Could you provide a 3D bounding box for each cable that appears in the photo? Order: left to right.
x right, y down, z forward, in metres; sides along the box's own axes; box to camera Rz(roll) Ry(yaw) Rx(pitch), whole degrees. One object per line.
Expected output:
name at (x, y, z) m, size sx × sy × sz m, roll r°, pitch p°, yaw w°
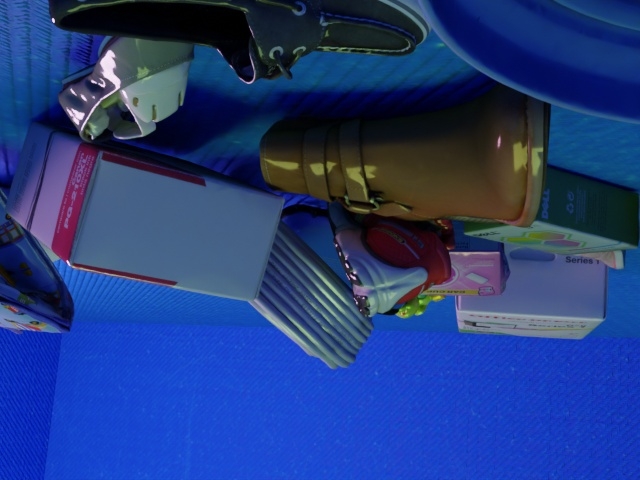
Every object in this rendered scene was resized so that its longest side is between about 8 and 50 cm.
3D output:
cable at (-0.043, 0.037, 1.035) m, size 0.257 × 0.089 × 0.257 m, roll 43°, pitch 177°, yaw 42°

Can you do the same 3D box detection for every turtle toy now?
turtle toy at (0.146, 0.074, 1.447) m, size 0.095 × 0.130 × 0.066 m, roll -24°, pitch 124°, yaw 34°

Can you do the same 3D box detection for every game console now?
game console at (0.000, 0.000, 1.334) m, size 0.293 × 0.173 × 0.250 m, roll 11°, pitch 137°, yaw -33°

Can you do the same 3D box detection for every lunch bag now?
lunch bag at (-0.428, 0.018, 1.043) m, size 0.220 × 0.138 × 0.293 m, roll 0°, pitch 146°, yaw 26°

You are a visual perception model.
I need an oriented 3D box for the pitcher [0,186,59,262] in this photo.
pitcher at (-0.392, -0.012, 1.214) m, size 0.207 × 0.126 × 0.178 m, roll -7°, pitch -178°, yaw -3°

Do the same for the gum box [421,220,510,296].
gum box at (0.145, 0.018, 1.160) m, size 0.188 × 0.062 × 0.107 m, roll 0°, pitch 147°, yaw 12°

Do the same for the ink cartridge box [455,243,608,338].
ink cartridge box at (0.301, 0.072, 1.344) m, size 0.201 × 0.117 × 0.278 m, roll 2°, pitch 169°, yaw 10°

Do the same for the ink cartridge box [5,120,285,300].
ink cartridge box at (-0.169, -0.032, 0.837) m, size 0.172 × 0.100 × 0.237 m, roll 14°, pitch -175°, yaw -32°

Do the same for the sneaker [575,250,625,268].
sneaker at (0.341, 0.001, 1.135) m, size 0.070 × 0.051 × 0.134 m, roll 2°, pitch 166°, yaw 24°

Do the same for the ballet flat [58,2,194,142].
ballet flat at (-0.126, -0.111, 0.642) m, size 0.072 × 0.068 × 0.213 m, roll -31°, pitch -169°, yaw -28°

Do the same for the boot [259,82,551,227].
boot at (0.061, -0.077, 0.739) m, size 0.220 × 0.109 × 0.283 m, roll 8°, pitch 177°, yaw 1°

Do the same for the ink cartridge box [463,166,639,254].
ink cartridge box at (0.223, -0.033, 0.960) m, size 0.209 × 0.062 × 0.109 m, roll 11°, pitch 168°, yaw -32°

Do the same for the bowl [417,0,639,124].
bowl at (0.233, -0.136, 0.361) m, size 0.391 × 0.077 × 0.391 m, roll 5°, pitch 169°, yaw 1°

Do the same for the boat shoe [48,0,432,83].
boat shoe at (-0.041, -0.127, 0.520) m, size 0.228 × 0.076 × 0.080 m, roll 9°, pitch 169°, yaw -24°

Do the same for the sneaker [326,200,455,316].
sneaker at (0.078, 0.002, 0.941) m, size 0.118 × 0.107 × 0.279 m, roll -18°, pitch -162°, yaw 2°
